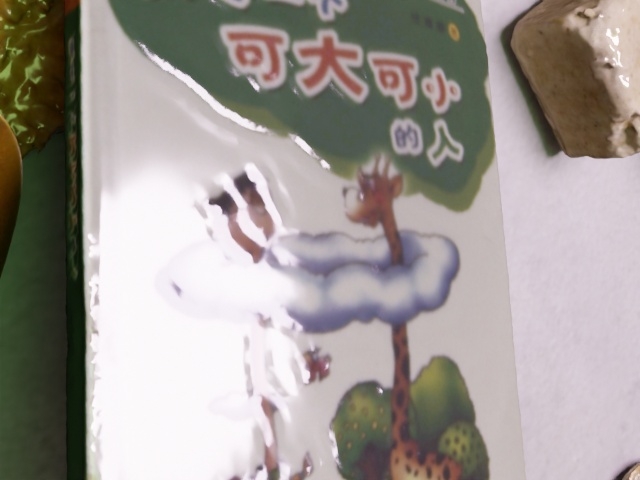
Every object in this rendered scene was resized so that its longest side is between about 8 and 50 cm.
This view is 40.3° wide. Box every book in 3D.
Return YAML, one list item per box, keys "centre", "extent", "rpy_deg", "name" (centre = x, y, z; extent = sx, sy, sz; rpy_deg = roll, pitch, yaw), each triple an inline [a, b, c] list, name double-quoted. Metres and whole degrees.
- centre: [0.000, 0.000, 0.428]
  extent: [0.260, 0.043, 0.371]
  rpy_deg: [5, 76, -41]
  name: "book"

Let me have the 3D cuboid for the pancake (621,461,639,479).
- centre: [0.266, 0.241, 0.705]
  extent: [0.139, 0.022, 0.140]
  rpy_deg: [-4, 98, -32]
  name: "pancake"

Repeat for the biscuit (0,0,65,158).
- centre: [-0.191, -0.145, 0.374]
  extent: [0.253, 0.035, 0.254]
  rpy_deg: [-4, 97, -31]
  name: "biscuit"

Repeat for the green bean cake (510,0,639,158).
- centre: [0.228, -0.145, 0.609]
  extent: [0.179, 0.085, 0.109]
  rpy_deg: [-37, 114, -25]
  name: "green bean cake"

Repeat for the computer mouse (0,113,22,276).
- centre: [-0.264, -0.018, 0.297]
  extent: [0.310, 0.072, 0.158]
  rpy_deg: [12, 110, -31]
  name: "computer mouse"
